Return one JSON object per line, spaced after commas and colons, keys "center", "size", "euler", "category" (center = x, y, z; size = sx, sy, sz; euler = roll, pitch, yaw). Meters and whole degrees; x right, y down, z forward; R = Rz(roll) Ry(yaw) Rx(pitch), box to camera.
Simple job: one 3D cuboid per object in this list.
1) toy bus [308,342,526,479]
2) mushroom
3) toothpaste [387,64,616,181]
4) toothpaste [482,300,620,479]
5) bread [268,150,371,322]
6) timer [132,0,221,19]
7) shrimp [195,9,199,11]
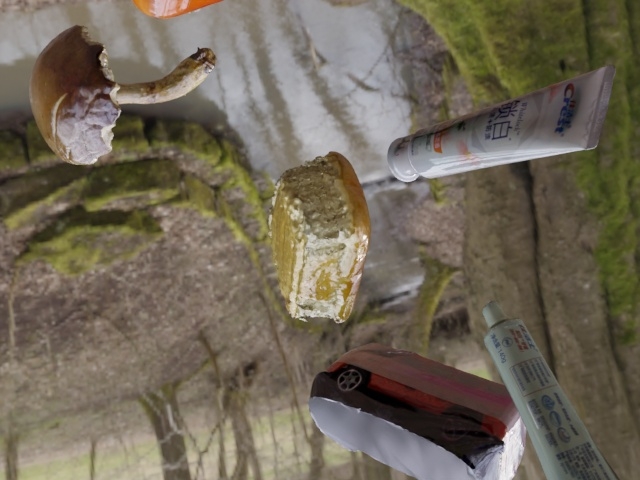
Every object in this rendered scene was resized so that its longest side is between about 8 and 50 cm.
{"center": [0.138, 0.247, 1.195], "size": [0.302, 0.128, 0.147], "euler": [17, -140, 35], "category": "toy bus"}
{"center": [-0.346, -0.233, 1.460], "size": [0.301, 0.208, 0.233], "euler": [12, 128, -18], "category": "mushroom"}
{"center": [0.198, -0.120, 0.978], "size": [0.066, 0.100, 0.323], "euler": [30, 159, -27], "category": "toothpaste"}
{"center": [0.237, 0.180, 0.888], "size": [0.069, 0.268, 0.047], "euler": [-13, 150, -19], "category": "toothpaste"}
{"center": [0.000, 0.000, 1.196], "size": [0.121, 0.174, 0.246], "euler": [-11, 141, -20], "category": "bread"}
{"center": [-0.063, -0.342, 0.649], "size": [0.257, 0.250, 0.161], "euler": [-22, 176, -12], "category": "timer"}
{"center": [-0.267, -0.435, 1.208], "size": [0.062, 0.154, 0.294], "euler": [-11, 154, 35], "category": "shrimp"}
